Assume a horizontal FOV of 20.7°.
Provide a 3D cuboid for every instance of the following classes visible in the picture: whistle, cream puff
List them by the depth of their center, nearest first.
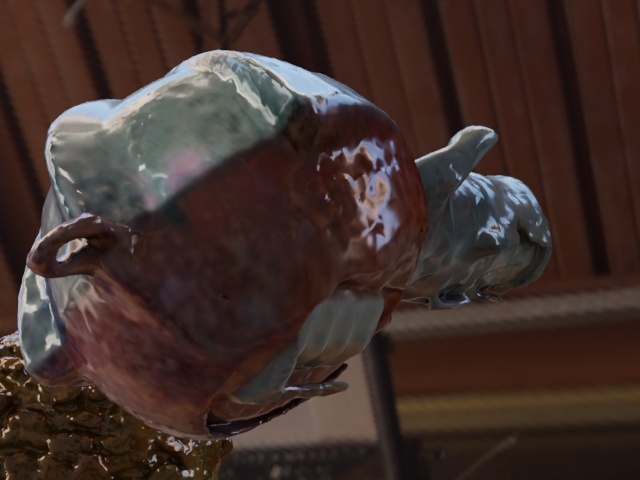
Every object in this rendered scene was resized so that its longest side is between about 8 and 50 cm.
[{"bbox_3d":[0.000,0.001,0.684,0.134,0.346,0.142,30,-76,27],"label":"whistle"},{"bbox_3d":[-0.128,0.103,0.956,0.165,0.150,0.115,-3,-61,-31],"label":"cream puff"}]
